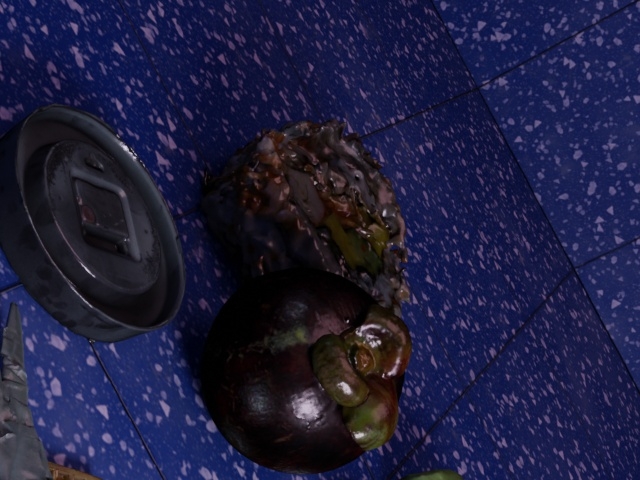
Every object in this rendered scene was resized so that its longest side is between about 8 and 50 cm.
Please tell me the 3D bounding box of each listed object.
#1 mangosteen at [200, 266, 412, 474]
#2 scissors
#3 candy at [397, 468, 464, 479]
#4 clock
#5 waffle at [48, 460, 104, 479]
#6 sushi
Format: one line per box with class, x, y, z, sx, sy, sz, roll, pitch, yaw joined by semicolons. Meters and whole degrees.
mangosteen;-0.012;0.168;1.900;0.288;0.288;0.288;45;29;-34
scissors;-0.320;0.214;1.519;0.256;0.029;0.383;7;53;-45
candy;0.199;0.505;2.167;0.142;0.132;0.343;-2;61;-32
clock;-0.286;-0.019;1.818;0.312;0.061;0.312;45;30;-34
waffle;-0.277;0.282;1.574;0.135;0.021;0.092;31;37;-47
sushi;0.001;0.004;2.223;0.417;0.176;0.417;45;29;-34
